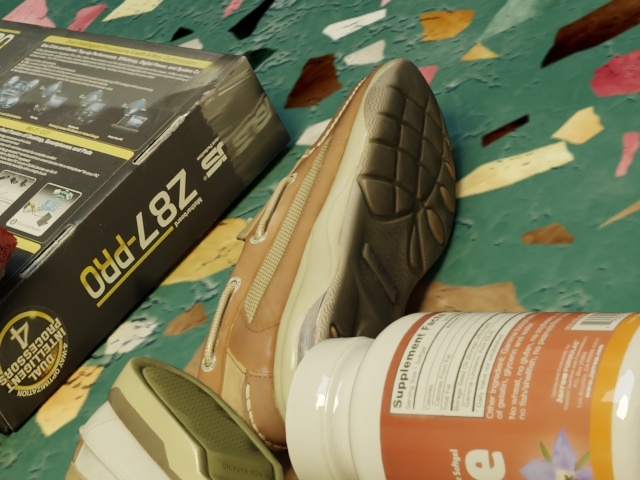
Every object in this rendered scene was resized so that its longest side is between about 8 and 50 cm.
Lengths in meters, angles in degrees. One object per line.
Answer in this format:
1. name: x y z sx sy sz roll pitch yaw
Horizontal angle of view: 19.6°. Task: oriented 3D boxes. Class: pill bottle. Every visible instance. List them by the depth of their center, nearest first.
1. pill bottle: 0.094 0.098 0.980 0.216 0.121 0.121 -2 42 34

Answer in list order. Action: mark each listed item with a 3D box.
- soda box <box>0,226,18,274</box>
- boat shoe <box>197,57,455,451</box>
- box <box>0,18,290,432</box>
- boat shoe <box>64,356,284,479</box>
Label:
1. soda box: -0.302 0.091 1.188 0.092 0.083 0.263 15 78 45
2. boat shoe: 0.000 0.000 1.180 0.116 0.123 0.324 -9 36 29
3. box: -0.265 -0.036 1.430 0.395 0.097 0.318 13 54 45
4. boat shoe: -0.044 0.190 0.981 0.103 0.113 0.302 -55 42 12
